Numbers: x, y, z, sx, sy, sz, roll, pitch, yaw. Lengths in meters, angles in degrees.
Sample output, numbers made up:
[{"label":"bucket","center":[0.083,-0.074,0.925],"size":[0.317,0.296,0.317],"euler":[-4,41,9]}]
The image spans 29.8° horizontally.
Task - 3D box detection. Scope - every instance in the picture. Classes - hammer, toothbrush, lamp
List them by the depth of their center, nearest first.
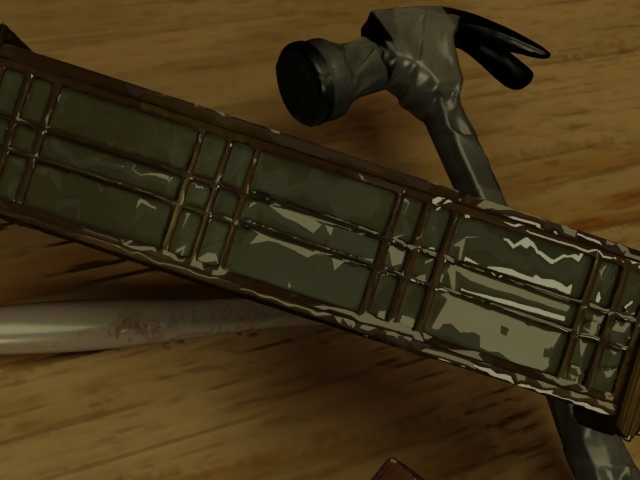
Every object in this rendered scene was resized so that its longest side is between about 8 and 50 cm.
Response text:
[{"label":"lamp","center":[0.000,0.000,0.542],"size":[0.325,0.089,0.090],"euler":[17,86,0]},{"label":"toothbrush","center":[-0.045,0.036,0.596],"size":[0.307,0.029,0.025],"euler":[-2,63,-26]},{"label":"hammer","center":[0.117,0.072,0.620],"size":[0.152,0.044,0.427],"euler":[-17,81,-29]}]

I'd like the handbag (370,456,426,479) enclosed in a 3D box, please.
[{"label":"handbag","center":[0.075,0.204,0.494],"size":[0.212,0.059,0.157],"euler":[35,98,-6]}]
